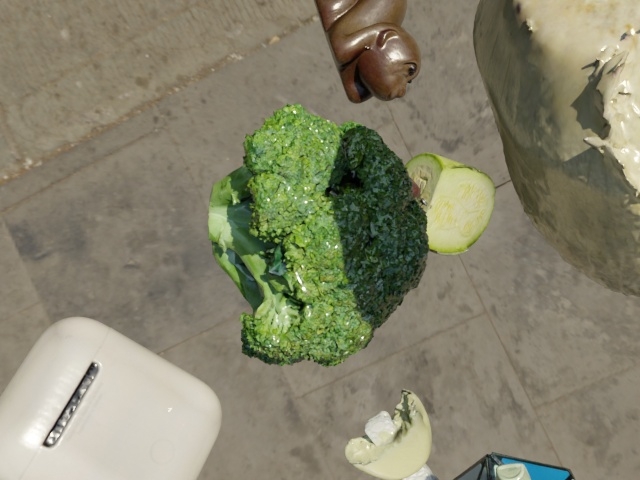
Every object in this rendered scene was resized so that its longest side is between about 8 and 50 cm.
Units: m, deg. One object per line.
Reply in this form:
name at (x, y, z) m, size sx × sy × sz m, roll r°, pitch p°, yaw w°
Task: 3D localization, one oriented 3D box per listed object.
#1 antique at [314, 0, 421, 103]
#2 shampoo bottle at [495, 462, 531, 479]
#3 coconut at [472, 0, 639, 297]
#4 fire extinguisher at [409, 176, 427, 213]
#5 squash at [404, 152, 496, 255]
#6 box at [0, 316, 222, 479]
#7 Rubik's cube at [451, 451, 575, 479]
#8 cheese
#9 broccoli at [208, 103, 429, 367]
antique at (0.077, -0.322, 1.108) m, size 0.143 × 0.121 × 0.257 m, roll -15°, pitch 54°, yaw 4°
shampoo bottle at (0.407, 0.538, 1.458) m, size 0.072 × 0.049 × 0.213 m, roll -13°, pitch 121°, yaw 13°
coconut at (0.309, -0.122, 0.568) m, size 0.346 × 0.360 × 0.347 m, roll -16°, pitch 55°, yaw 24°
fire extinguisher at (0.146, -0.125, 1.491) m, size 0.071 × 0.099 × 0.231 m, roll -40°, pitch 66°, yaw 3°
squash at (0.350, -0.073, 1.829) m, size 0.308 × 0.210 × 0.234 m, roll 16°, pitch 97°, yaw -25°
box at (-0.352, 0.312, 1.193) m, size 0.349 × 0.141 × 0.289 m, roll 34°, pitch 64°, yaw -15°
Rubik's cube at (0.452, 0.672, 1.687) m, size 0.249 × 0.247 × 0.248 m, roll 14°, pitch 137°, yaw -12°
cheese at (0.121, 0.307, 1.009) m, size 0.127 × 0.050 × 0.235 m, roll -33°, pitch 128°, yaw 3°
broccoli at (-0.002, 0.008, 1.013) m, size 0.309 × 0.413 × 0.321 m, roll -21°, pitch 72°, yaw 4°
